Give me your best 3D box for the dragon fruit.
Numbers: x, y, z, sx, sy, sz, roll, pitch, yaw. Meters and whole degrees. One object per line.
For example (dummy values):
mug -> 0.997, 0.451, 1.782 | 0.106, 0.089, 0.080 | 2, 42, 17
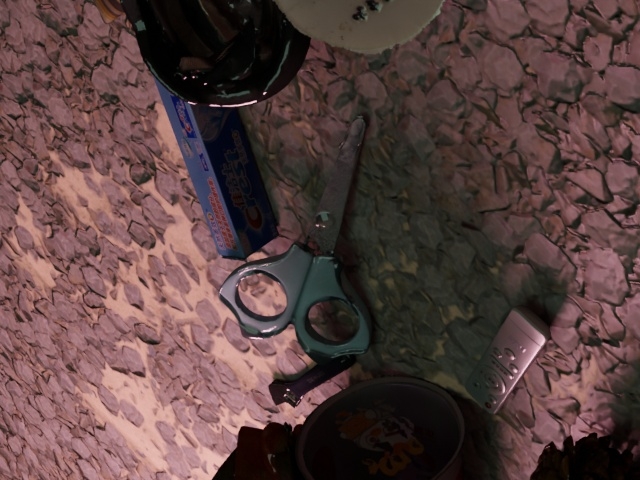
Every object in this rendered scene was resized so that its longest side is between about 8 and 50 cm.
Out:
dragon fruit -> -0.047, 0.341, 1.728 | 0.295, 0.130, 0.268 | 56, -161, -59

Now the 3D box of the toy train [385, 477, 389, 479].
toy train -> 0.055, 0.304, 1.831 | 0.085, 0.053, 0.250 | 18, 130, 37

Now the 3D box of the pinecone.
pinecone -> 0.284, 0.280, 1.479 | 0.173, 0.173, 0.174 | 29, 137, 31

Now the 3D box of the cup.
cup -> 0.096, 0.331, 1.711 | 0.203, 0.203, 0.288 | 20, 139, 38

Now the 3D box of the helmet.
helmet -> -0.097, -0.262, 1.463 | 0.198, 0.154, 0.253 | -6, 101, 22

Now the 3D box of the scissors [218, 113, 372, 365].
scissors -> 0.000, 0.001, 1.634 | 0.191, 0.029, 0.360 | 21, 131, 4

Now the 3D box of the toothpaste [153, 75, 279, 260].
toothpaste -> -0.124, -0.110, 1.683 | 0.053, 0.066, 0.272 | 7, 124, 44

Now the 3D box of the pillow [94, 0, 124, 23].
pillow -> -0.236, -0.364, 1.615 | 0.212, 0.052, 0.208 | -15, 104, 51

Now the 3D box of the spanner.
spanner -> -0.013, 0.174, 1.837 | 0.046, 0.012, 0.208 | 54, 144, 2

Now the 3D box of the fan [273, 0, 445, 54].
fan -> -0.007, -0.316, 1.331 | 0.190, 0.009, 0.329 | -34, 109, 25

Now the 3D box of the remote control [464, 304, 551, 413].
remote control -> 0.202, 0.128, 1.551 | 0.050, 0.027, 0.184 | 44, 148, 15
